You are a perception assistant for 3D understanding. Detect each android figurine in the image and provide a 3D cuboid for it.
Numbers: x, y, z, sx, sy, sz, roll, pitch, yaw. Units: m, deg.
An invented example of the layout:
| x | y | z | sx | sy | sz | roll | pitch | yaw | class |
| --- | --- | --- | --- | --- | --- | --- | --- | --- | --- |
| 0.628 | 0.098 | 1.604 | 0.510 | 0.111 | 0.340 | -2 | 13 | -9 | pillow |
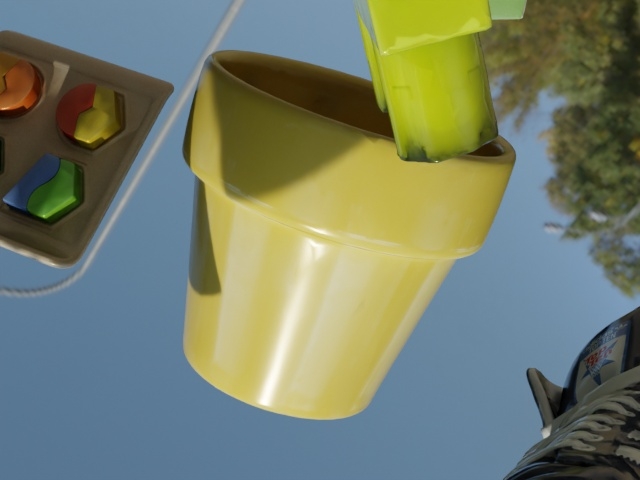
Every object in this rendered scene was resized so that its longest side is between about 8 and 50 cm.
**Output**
| x | y | z | sx | sy | sz | roll | pitch | yaw | class |
| --- | --- | --- | --- | --- | --- | --- | --- | --- | --- |
| 0.012 | -0.173 | 0.449 | 0.248 | 0.056 | 0.273 | -98 | -9 | -68 | android figurine |

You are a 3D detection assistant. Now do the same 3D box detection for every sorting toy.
| x | y | z | sx | sy | sz | roll | pitch | yaw | class |
| --- | --- | --- | --- | --- | --- | --- | --- | --- | --- |
| -0.259 | -0.092 | 1.027 | 0.193 | 0.208 | 0.038 | 20 | 157 | 17 | sorting toy |

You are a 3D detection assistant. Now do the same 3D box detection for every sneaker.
| x | y | z | sx | sy | sz | roll | pitch | yaw | class |
| --- | --- | --- | --- | --- | --- | --- | --- | --- | --- |
| 0.108 | 0.088 | 0.448 | 0.282 | 0.099 | 0.153 | 18 | -135 | -45 | sneaker |

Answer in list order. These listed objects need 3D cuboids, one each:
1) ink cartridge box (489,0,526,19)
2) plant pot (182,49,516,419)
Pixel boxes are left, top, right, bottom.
| x | y | z | sx | sy | sz | roll | pitch | yaw | class |
| --- | --- | --- | --- | --- | --- | --- | --- | --- | --- |
| 0.077 | -0.227 | 0.616 | 0.108 | 0.209 | 0.062 | -6 | -142 | -21 | ink cartridge box |
| 0.000 | 0.000 | 0.910 | 0.253 | 0.239 | 0.254 | 15 | -164 | -5 | plant pot |
